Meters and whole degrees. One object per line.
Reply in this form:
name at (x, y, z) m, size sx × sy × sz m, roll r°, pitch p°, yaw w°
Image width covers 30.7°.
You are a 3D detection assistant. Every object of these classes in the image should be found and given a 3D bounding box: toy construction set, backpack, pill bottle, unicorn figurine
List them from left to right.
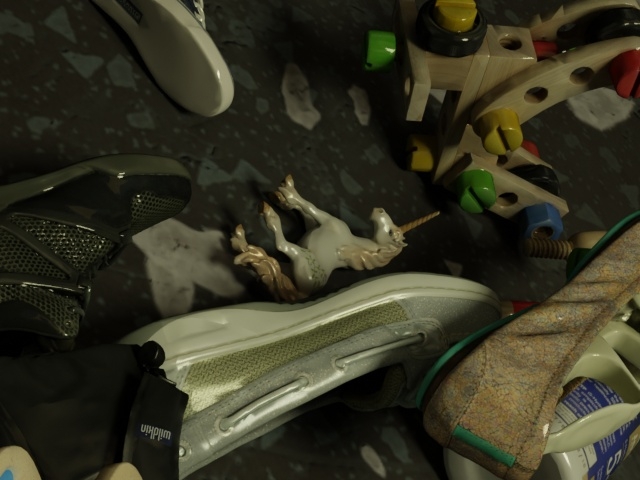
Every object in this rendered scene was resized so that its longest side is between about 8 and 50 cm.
backpack at (-0.141, 0.155, 0.630) m, size 0.152 × 0.115 × 0.182 m, roll -7°, pitch 64°, yaw -25°
unicorn figurine at (0.000, 0.000, 0.922) m, size 0.111 × 0.060 × 0.162 m, roll 44°, pitch 57°, yaw -3°
toy construction set at (0.139, -0.080, 1.014) m, size 0.237 × 0.257 × 0.308 m, roll 4°, pitch 75°, yaw -16°
pill bottle at (0.189, 0.141, 0.913) m, size 0.112 × 0.112 × 0.187 m, roll 53°, pitch 42°, yaw 8°

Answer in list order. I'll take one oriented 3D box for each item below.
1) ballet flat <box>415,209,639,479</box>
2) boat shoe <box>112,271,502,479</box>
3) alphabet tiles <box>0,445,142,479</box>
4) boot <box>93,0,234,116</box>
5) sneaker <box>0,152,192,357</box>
ballet flat at (0.194, 0.077, 0.824) m, size 0.106 × 0.107 × 0.316 m, roll 36°, pitch 45°, yaw 25°
boat shoe at (0.003, 0.094, 0.804) m, size 0.320 × 0.118 × 0.103 m, roll -5°, pitch 68°, yaw -37°
alphabet tiles at (-0.108, 0.231, 0.457) m, size 0.278 × 0.021 × 0.284 m, roll -62°, pitch 140°, yaw -60°
boot at (-0.117, -0.188, 0.959) m, size 0.190 × 0.069 × 0.086 m, roll 51°, pitch 44°, yaw 8°
sneaker at (-0.162, 0.021, 0.746) m, size 0.227 × 0.087 × 0.130 m, roll -20°, pitch 74°, yaw -43°
